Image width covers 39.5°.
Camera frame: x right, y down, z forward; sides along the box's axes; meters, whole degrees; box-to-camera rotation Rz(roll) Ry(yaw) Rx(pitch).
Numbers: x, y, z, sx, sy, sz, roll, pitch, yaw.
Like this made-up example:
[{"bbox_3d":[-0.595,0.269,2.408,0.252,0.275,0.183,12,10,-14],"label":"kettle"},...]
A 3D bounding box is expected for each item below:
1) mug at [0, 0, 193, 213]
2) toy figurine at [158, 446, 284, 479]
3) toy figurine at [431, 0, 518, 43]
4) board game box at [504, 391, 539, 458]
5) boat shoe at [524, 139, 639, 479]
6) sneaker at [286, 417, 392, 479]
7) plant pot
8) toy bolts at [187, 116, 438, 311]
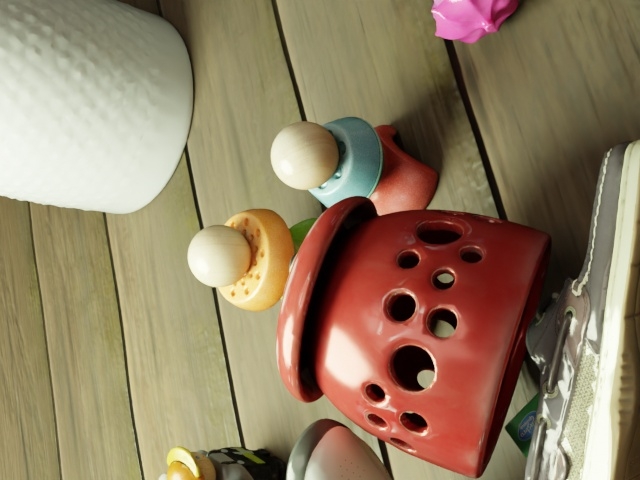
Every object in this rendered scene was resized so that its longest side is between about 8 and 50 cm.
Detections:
[{"bbox_3d":[-0.384,-0.228,1.122,0.276,0.328,0.374,-40,58,34],"label":"mug"},{"bbox_3d":[-0.125,0.328,0.916,0.213,0.148,0.210,-38,60,36],"label":"toy figurine"},{"bbox_3d":[0.120,-0.254,0.787,0.173,0.130,0.159,-167,76,-67],"label":"toy figurine"},{"bbox_3d":[0.293,0.109,0.596,0.317,0.046,0.213,-54,50,26],"label":"board game box"},{"bbox_3d":[0.186,0.072,0.607,0.092,0.103,0.285,7,95,41],"label":"boat shoe"},{"bbox_3d":[0.079,0.254,0.692,0.145,0.090,0.270,5,126,41],"label":"sneaker"},{"bbox_3d":[0.071,0.065,0.688,0.174,0.191,0.191,15,96,19],"label":"plant pot"},{"bbox_3d":[0.000,0.000,0.824,0.218,0.158,0.228,46,117,38],"label":"toy bolts"}]
